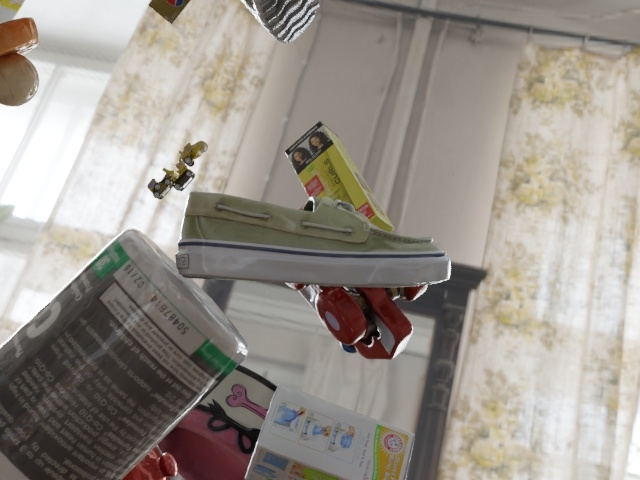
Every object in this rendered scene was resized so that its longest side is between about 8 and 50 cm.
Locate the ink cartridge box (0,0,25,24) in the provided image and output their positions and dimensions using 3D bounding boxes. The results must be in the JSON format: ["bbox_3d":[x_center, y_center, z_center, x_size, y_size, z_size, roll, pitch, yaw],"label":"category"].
[{"bbox_3d":[-0.451,-0.332,1.109,0.067,0.198,0.115,42,12,26],"label":"ink cartridge box"}]

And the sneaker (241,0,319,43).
[{"bbox_3d":[-0.092,-0.372,1.099,0.115,0.105,0.281,38,-8,37],"label":"sneaker"}]

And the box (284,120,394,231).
[{"bbox_3d":[0.026,-0.082,1.359,0.087,0.232,0.058,-39,-38,15],"label":"box"}]

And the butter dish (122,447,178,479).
[{"bbox_3d":[-0.260,0.342,1.219,0.118,0.160,0.160,-27,-12,5],"label":"butter dish"}]

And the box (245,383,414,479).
[{"bbox_3d":[0.013,0.300,1.181,0.203,0.103,0.114,20,-42,2],"label":"box"}]

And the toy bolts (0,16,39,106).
[{"bbox_3d":[-0.338,-0.216,0.843,0.218,0.228,0.159,-19,-79,30],"label":"toy bolts"}]

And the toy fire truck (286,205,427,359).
[{"bbox_3d":[0.038,0.083,1.465,0.302,0.169,0.254,48,-23,18],"label":"toy fire truck"}]

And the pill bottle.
[{"bbox_3d":[-0.273,0.177,0.957,0.204,0.361,0.204,45,-6,6],"label":"pill bottle"}]

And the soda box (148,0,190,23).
[{"bbox_3d":[-0.245,-0.480,1.566,0.058,0.061,0.181,38,-38,-16],"label":"soda box"}]

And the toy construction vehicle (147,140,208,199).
[{"bbox_3d":[-0.194,-0.101,1.164,0.035,0.098,0.086,41,2,4],"label":"toy construction vehicle"}]

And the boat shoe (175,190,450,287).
[{"bbox_3d":[0.000,0.000,0.903,0.302,0.094,0.109,3,-1,-18],"label":"boat shoe"}]

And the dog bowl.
[{"bbox_3d":[-0.165,0.427,1.742,0.407,0.150,0.408,25,-36,20],"label":"dog bowl"}]
